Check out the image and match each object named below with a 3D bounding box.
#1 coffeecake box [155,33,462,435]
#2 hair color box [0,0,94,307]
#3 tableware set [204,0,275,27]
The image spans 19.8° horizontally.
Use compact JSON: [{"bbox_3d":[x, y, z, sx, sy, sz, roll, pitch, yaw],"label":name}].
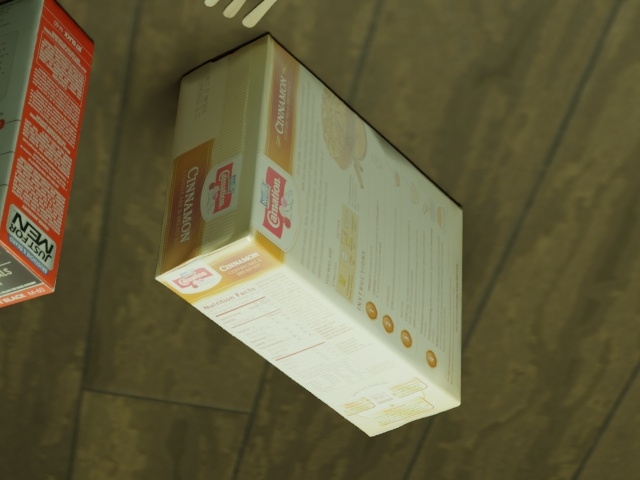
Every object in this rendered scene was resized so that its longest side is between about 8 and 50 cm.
[{"bbox_3d":[0.000,0.000,1.018,0.068,0.142,0.185,-23,134,31],"label":"coffeecake box"},{"bbox_3d":[-0.178,-0.043,0.958,0.093,0.167,0.053,-16,138,25],"label":"hair color box"},{"bbox_3d":[-0.037,-0.172,0.897,0.104,0.024,0.154,26,139,-21],"label":"tableware set"}]
